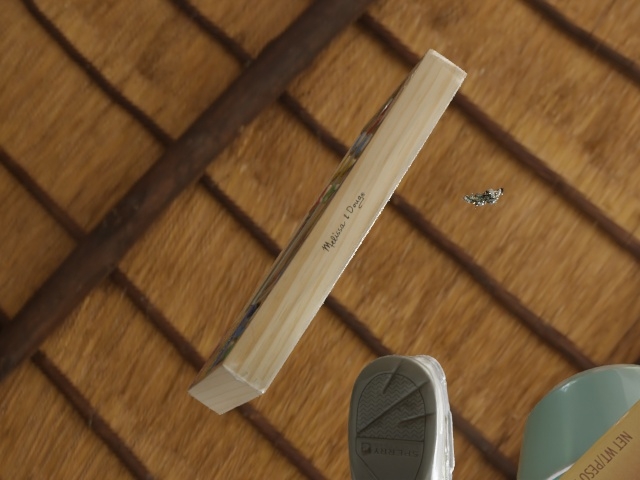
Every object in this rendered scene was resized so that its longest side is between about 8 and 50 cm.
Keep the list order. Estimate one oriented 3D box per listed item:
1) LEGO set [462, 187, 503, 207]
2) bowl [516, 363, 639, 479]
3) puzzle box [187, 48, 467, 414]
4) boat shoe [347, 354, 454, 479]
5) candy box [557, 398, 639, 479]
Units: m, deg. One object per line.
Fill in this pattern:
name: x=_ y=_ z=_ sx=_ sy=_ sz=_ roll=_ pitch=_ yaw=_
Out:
LEGO set: x=0.215 y=-0.053 z=1.425 sx=0.054 sy=0.083 sz=0.023 roll=-10 pitch=-92 yaw=11
bowl: x=0.385 y=0.275 z=1.407 sx=0.312 sy=0.311 sz=0.163 roll=5 pitch=-133 yaw=-15
puzzle box: x=0.000 y=0.000 z=1.199 sx=0.052 sy=0.272 sz=0.409 roll=34 pitch=-109 yaw=-4
boat shoe: x=0.076 y=0.268 z=1.035 sx=0.118 sy=0.103 sz=0.320 roll=1 pitch=-93 yaw=25
candy box: x=0.254 y=0.104 z=0.488 sx=0.316 sy=0.087 sz=0.183 roll=-43 pitch=-137 yaw=-4
